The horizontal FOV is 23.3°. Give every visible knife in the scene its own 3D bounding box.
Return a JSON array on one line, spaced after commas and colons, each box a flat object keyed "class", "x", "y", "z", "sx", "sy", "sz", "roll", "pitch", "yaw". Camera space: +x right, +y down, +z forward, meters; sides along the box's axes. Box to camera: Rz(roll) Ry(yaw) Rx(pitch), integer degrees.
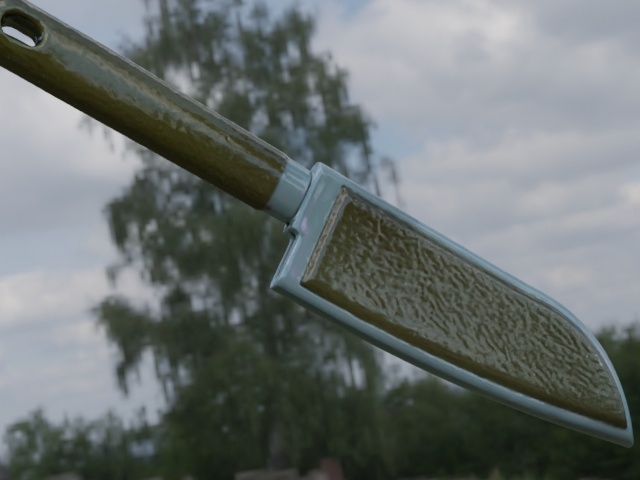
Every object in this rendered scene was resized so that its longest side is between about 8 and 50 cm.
[{"class": "knife", "x": 0.000, "y": 0.001, "z": 0.663, "sx": 0.343, "sy": 0.061, "sz": 0.027, "roll": 29, "pitch": -23, "yaw": -15}]
